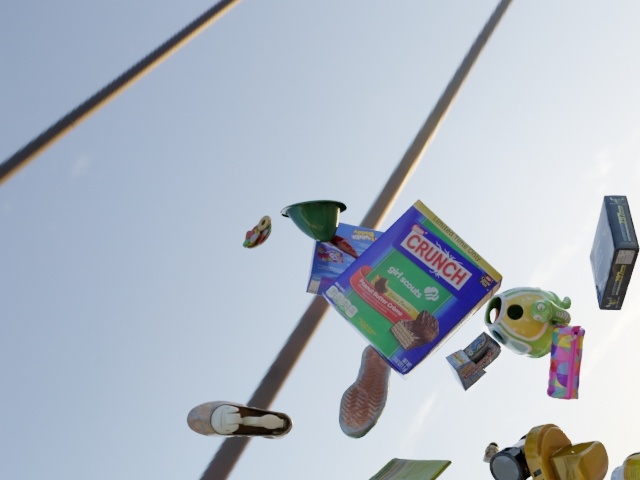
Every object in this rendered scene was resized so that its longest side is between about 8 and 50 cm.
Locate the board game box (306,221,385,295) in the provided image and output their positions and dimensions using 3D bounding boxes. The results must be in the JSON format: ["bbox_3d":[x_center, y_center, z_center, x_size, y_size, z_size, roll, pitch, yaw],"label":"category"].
[{"bbox_3d":[0.146,0.075,1.955,0.233,0.347,0.078,-81,5,-46],"label":"board game box"}]

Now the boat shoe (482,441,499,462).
[{"bbox_3d":[0.520,0.646,2.106,0.135,0.050,0.045,11,-99,-75],"label":"boat shoe"}]

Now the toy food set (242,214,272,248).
[{"bbox_3d":[-0.143,-0.015,1.576,0.083,0.082,0.020,-30,-55,23],"label":"toy food set"}]

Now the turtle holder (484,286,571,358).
[{"bbox_3d":[0.683,0.271,2.281,0.320,0.228,0.243,-103,32,-75],"label":"turtle holder"}]

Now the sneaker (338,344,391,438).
[{"bbox_3d":[0.119,0.392,1.709,0.302,0.108,0.121,-58,-26,-53],"label":"sneaker"}]

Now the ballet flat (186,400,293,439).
[{"bbox_3d":[-0.224,0.520,2.008,0.316,0.106,0.107,8,-108,-22],"label":"ballet flat"}]

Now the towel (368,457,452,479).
[{"bbox_3d":[0.210,0.555,1.658,0.102,0.021,0.237,-35,2,-31],"label":"towel"}]

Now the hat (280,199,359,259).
[{"bbox_3d":[0.000,0.000,1.836,0.173,0.209,0.183,17,-115,-60],"label":"hat"}]

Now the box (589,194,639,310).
[{"bbox_3d":[0.719,0.032,1.703,0.232,0.059,0.183,81,-166,-46],"label":"box"}]

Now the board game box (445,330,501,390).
[{"bbox_3d":[0.493,0.390,2.248,0.194,0.060,0.194,-44,-37,8],"label":"board game box"}]

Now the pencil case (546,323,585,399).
[{"bbox_3d":[0.746,0.367,2.103,0.104,0.104,0.236,1,-86,-52],"label":"pencil case"}]

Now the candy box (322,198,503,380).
[{"bbox_3d":[0.212,0.113,1.588,0.317,0.268,0.122,-44,-17,-7],"label":"candy box"}]

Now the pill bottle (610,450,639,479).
[{"bbox_3d":[0.625,0.426,1.236,0.117,0.117,0.215,-31,-11,-33],"label":"pill bottle"}]

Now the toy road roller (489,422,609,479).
[{"bbox_3d":[0.591,0.616,1.692,0.203,0.329,0.241,-8,-13,-46],"label":"toy road roller"}]
